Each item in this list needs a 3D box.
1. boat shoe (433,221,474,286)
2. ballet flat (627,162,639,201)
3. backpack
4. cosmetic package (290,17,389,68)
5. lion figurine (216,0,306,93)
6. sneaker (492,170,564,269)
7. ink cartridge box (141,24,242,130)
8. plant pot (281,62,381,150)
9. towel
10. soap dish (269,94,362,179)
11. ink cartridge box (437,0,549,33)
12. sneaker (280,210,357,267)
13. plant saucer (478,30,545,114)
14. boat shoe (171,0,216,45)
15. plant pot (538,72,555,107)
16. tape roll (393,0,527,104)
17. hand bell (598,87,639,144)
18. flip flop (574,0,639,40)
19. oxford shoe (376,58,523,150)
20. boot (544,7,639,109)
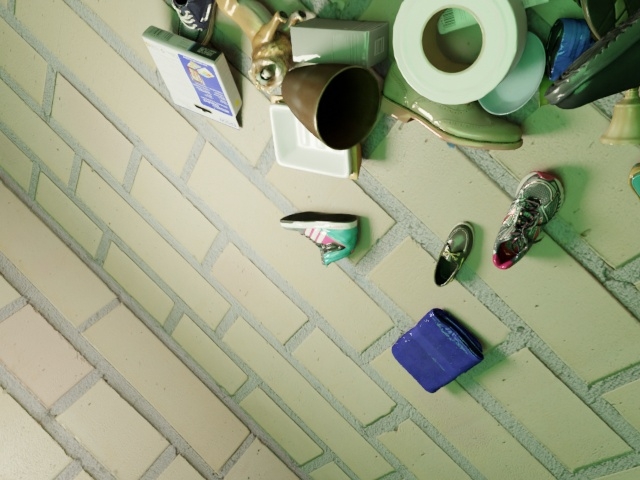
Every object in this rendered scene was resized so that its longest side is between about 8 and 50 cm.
[{"bbox_3d":[0.396,0.048,1.725,0.081,0.068,0.228,27,133,19],"label":"boat shoe"},{"bbox_3d":[0.785,-0.084,1.334,0.080,0.073,0.232,-22,112,36],"label":"ballet flat"},{"bbox_3d":[0.545,-0.422,1.259,0.101,0.098,0.120,0,125,3],"label":"backpack"},{"bbox_3d":[0.051,-0.528,1.537,0.237,0.127,0.107,17,127,26],"label":"cosmetic package"},{"bbox_3d":[-0.195,-0.637,1.655,0.240,0.142,0.392,-34,87,48],"label":"lion figurine"},{"bbox_3d":[0.542,-0.045,1.517,0.120,0.112,0.299,26,132,20],"label":"sneaker"},{"bbox_3d":[-0.406,-0.529,1.900,0.303,0.072,0.307,25,160,21],"label":"ink cartridge box"},{"bbox_3d":[0.003,-0.377,1.520,0.230,0.215,0.216,35,139,41],"label":"plant pot"},{"bbox_3d":[0.394,0.375,1.967,0.228,0.076,0.308,46,137,11],"label":"towel"},{"bbox_3d":[-0.007,-0.320,1.735,0.290,0.118,0.229,15,128,29],"label":"soap dish"},{"bbox_3d":[0.350,-0.639,1.270,0.261,0.066,0.297,-3,118,38],"label":"ink cartridge box"},{"bbox_3d":[0.000,0.000,1.965,0.295,0.123,0.179,6,114,33],"label":"sneaker"},{"bbox_3d":[0.449,-0.388,1.348,0.195,0.037,0.195,-11,77,54],"label":"plant saucer"},{"bbox_3d":[-0.396,-0.697,1.734,0.127,0.158,0.341,41,136,6],"label":"boat shoe"},{"bbox_3d":[0.545,-0.351,1.327,0.079,0.083,0.083,1,121,22],"label":"plant pot"},{"bbox_3d":[0.309,-0.458,1.296,0.286,0.100,0.286,17,124,26],"label":"tape roll"},{"bbox_3d":[0.669,-0.335,1.235,0.126,0.126,0.242,6,112,34],"label":"hand bell"},{"bbox_3d":[0.549,-0.531,1.181,0.112,0.080,0.277,-40,100,15],"label":"flip flop"},{"bbox_3d":[0.329,-0.341,1.453,0.396,0.140,0.147,25,123,17],"label":"oxford shoe"},{"bbox_3d":[0.725,-0.245,1.129,0.367,0.146,0.445,-40,95,17],"label":"boot"}]
